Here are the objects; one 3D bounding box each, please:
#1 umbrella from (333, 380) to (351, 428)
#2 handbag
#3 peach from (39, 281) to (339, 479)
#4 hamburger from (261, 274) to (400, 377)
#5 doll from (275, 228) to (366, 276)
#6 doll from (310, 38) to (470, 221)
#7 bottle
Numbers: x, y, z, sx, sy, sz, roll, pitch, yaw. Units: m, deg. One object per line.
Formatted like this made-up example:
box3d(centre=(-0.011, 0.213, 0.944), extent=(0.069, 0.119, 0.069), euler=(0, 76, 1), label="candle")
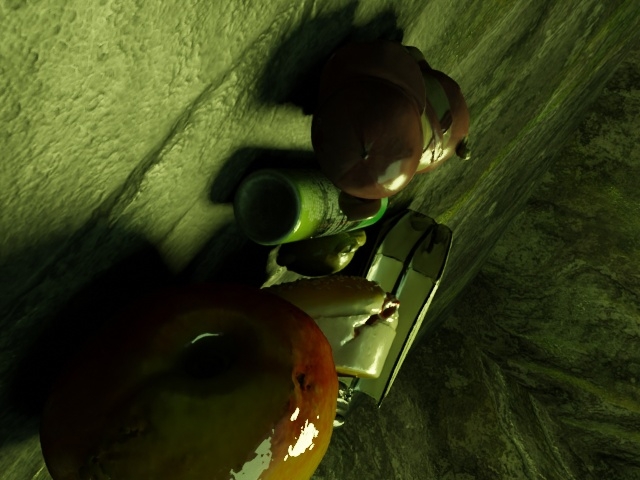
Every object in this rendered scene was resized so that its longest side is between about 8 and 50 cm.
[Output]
box3d(centre=(-0.067, 0.370, 1.761), extent=(0.340, 0.118, 0.118), euler=(-16, 146, -44), label="umbrella")
box3d(centre=(0.137, 0.135, 1.792), extent=(0.237, 0.160, 0.359), euler=(-45, 159, -61), label="handbag")
box3d(centre=(-0.145, 0.206, 1.015), extent=(0.372, 0.290, 0.373), euler=(-43, 168, -11), label="peach")
box3d(centre=(-0.024, 0.125, 1.274), extent=(0.227, 0.152, 0.295), euler=(8, 173, -34), label="hamburger")
box3d(centre=(0.000, 0.000, 1.351), extent=(0.137, 0.097, 0.209), euler=(-18, -175, 6), label="doll")
box3d(centre=(0.075, -0.142, 1.043), extent=(0.152, 0.196, 0.256), euler=(-14, -171, 30), label="doll")
box3d(centre=(0.000, -0.051, 1.162), extent=(0.093, 0.093, 0.330), euler=(-53, 164, 18), label="bottle")
